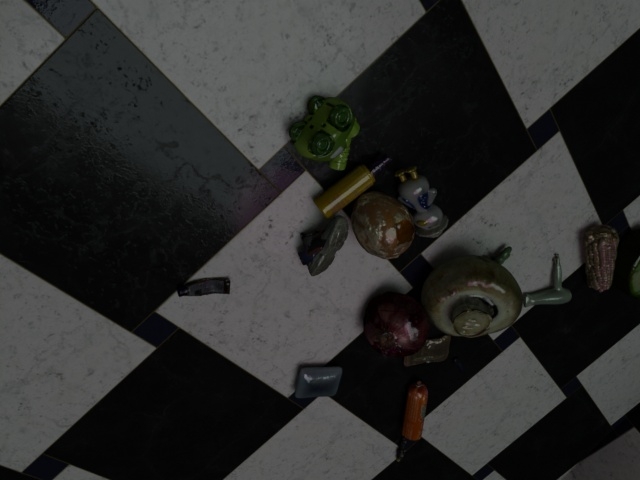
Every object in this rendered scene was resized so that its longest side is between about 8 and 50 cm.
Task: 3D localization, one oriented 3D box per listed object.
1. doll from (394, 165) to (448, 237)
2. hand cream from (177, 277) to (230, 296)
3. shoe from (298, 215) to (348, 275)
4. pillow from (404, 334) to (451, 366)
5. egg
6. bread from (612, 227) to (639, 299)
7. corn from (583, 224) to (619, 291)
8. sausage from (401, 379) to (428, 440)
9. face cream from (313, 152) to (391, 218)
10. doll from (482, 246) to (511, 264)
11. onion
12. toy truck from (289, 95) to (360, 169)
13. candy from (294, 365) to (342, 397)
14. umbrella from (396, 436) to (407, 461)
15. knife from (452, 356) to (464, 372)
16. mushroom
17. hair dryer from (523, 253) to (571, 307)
[{"bbox_3d":[0.336,-0.118,1.495,0.138,0.119,0.293,-8,129,35],"label":"doll"},{"bbox_3d":[-0.371,0.153,1.432,0.163,0.039,0.062,-4,115,-24],"label":"hand cream"},{"bbox_3d":[0.000,0.000,1.450,0.099,0.125,0.227,-6,130,-54],"label":"shoe"},{"bbox_3d":[0.445,0.462,1.874,0.211,0.034,0.135,-7,119,-14],"label":"pillow"},{"bbox_3d":[0.196,-0.051,1.433,0.195,0.195,0.233,-28,100,-4],"label":"egg"},{"bbox_3d":[1.468,0.086,1.988,0.366,0.129,0.381,-32,121,1],"label":"bread"},{"bbox_3d":[1.177,0.078,1.893,0.127,0.126,0.335,-27,127,-5],"label":"corn"},{"bbox_3d":[0.417,0.734,1.966,0.093,0.093,0.312,-6,117,-16],"label":"sausage"},{"bbox_3d":[0.106,-0.178,1.404,0.273,0.078,0.078,-38,122,2],"label":"face cream"},{"bbox_3d":[0.680,0.079,1.750,0.150,0.077,0.115,-35,160,-12],"label":"doll"},{"bbox_3d":[0.278,0.305,1.653,0.252,0.219,0.252,6,108,20],"label":"onion"},{"bbox_3d":[0.033,-0.307,1.286,0.211,0.148,0.187,12,109,-46],"label":"toy truck"},{"bbox_3d":[-0.009,0.545,1.733,0.174,0.071,0.138,4,113,-22],"label":"candy"},{"bbox_3d":[0.381,0.984,2.111,0.037,0.040,0.143,-6,119,-26],"label":"umbrella"},{"bbox_3d":[0.615,0.553,1.988,0.031,0.018,0.121,-38,122,-6],"label":"knife"},{"bbox_3d":[0.546,0.213,1.631,0.353,0.260,0.352,5,123,7],"label":"mushroom"},{"bbox_3d":[0.966,0.167,1.901,0.207,0.075,0.237,-4,109,-10],"label":"hair dryer"}]
